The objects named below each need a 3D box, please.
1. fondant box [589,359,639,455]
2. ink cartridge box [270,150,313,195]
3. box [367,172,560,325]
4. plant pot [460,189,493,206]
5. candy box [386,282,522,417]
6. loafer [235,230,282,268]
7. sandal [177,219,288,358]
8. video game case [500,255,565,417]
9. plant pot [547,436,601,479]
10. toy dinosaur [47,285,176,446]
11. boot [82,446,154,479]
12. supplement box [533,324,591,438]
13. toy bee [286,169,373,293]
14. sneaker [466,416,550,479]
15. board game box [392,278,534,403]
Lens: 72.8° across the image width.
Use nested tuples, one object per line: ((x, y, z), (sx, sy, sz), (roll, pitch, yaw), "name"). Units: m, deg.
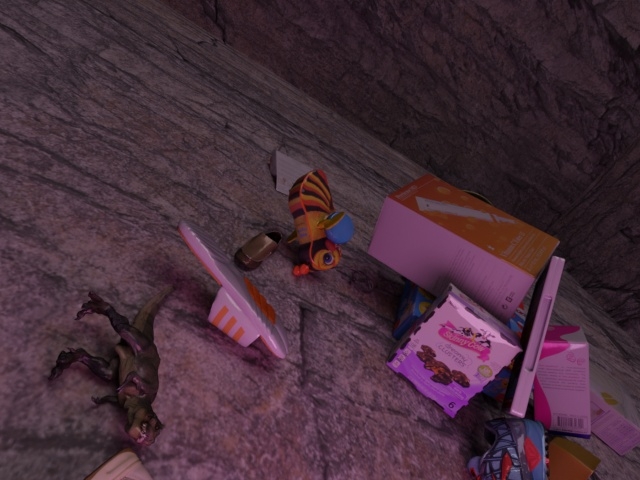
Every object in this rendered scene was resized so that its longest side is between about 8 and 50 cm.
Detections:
((0.736, 0.405, 1.250), (0.330, 0.096, 0.238), (39, 24, 10), "fondant box")
((-0.084, -0.178, 1.325), (0.145, 0.045, 0.179), (22, 45, -29), "ink cartridge box")
((0.320, 0.014, 1.001), (0.345, 0.168, 0.215), (33, 39, 24), "box")
((0.458, -0.048, 1.561), (0.275, 0.275, 0.293), (35, 8, -3), "plant pot")
((0.253, 0.211, 0.836), (0.165, 0.196, 0.070), (38, 22, 8), "candy box")
((-0.124, 0.012, 0.886), (0.056, 0.050, 0.148), (37, 24, 2), "loafer")
((-0.150, 0.087, 0.680), (0.265, 0.076, 0.102), (50, 3, 4), "sandal")
((0.400, 0.190, 0.827), (0.025, 0.285, 0.204), (17, -14, 23), "video game case")
((0.492, 0.448, 0.873), (0.081, 0.081, 0.083), (8, 25, -47), "plant pot")
((-0.238, 0.127, 0.519), (0.118, 0.064, 0.268), (30, 22, -30), "toy dinosaur")
((-0.167, 0.279, 0.313), (0.165, 0.077, 0.213), (42, 24, 7), "boot")
((0.545, 0.315, 0.991), (0.111, 0.220, 0.114), (-2, 10, 25), "supplement box")
((0.000, 0.000, 0.943), (0.162, 0.195, 0.298), (-27, 74, -37), "toy bee")
((0.300, 0.406, 0.703), (0.125, 0.104, 0.262), (2, 29, 24), "sneaker")
((0.348, 0.187, 1.053), (0.308, 0.086, 0.302), (31, 35, 0), "board game box")
